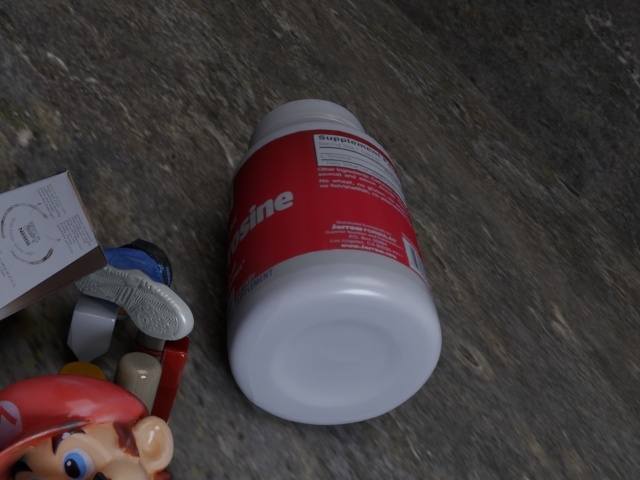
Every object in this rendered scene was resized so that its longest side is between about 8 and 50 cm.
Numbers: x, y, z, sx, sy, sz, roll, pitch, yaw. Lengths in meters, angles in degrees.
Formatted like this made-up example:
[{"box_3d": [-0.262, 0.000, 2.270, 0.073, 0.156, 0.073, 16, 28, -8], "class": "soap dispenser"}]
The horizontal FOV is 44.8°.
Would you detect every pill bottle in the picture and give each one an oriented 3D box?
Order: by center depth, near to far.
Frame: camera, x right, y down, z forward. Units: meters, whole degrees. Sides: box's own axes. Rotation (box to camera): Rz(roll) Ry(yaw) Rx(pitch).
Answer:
[{"box_3d": [0.000, 0.000, 0.956, 0.229, 0.229, 0.407, 23, 33, -23], "class": "pill bottle"}]

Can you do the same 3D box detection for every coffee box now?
[{"box_3d": [-0.318, 0.034, 0.644, 0.246, 0.141, 0.098, -36, 106, -58], "class": "coffee box"}]

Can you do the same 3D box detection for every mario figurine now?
[{"box_3d": [-0.139, 0.237, 0.535, 0.198, 0.170, 0.320, -32, 81, -32], "class": "mario figurine"}]

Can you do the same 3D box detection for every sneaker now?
[{"box_3d": [-0.163, 0.043, 0.760, 0.152, 0.058, 0.085, 20, 25, 30], "class": "sneaker"}]

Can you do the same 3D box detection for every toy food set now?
[{"box_3d": [-0.193, 0.127, 0.750, 0.111, 0.104, 0.232, 13, 18, -13], "class": "toy food set"}]
